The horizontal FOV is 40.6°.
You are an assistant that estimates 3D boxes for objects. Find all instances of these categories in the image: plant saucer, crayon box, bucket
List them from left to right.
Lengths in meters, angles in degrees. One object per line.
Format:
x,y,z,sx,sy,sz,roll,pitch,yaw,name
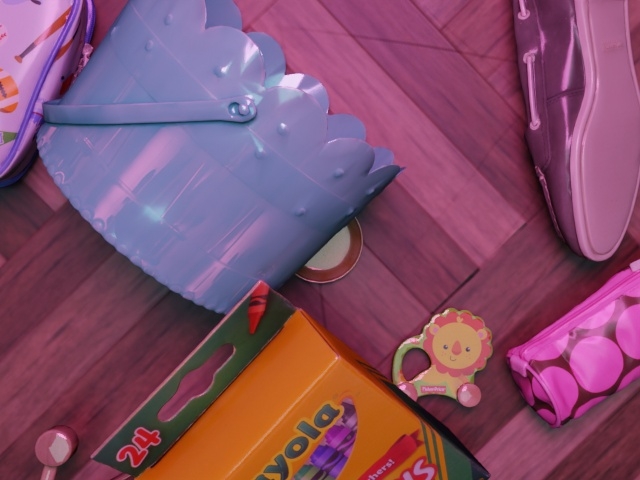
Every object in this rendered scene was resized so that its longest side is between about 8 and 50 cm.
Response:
-0.085,-0.083,0.724,0.281,0.281,0.183,43,99,-3,bucket
-0.010,0.197,0.744,0.202,0.081,0.318,-47,129,2,crayon box
0.000,0.000,0.854,0.083,0.015,0.084,0,92,-1,plant saucer

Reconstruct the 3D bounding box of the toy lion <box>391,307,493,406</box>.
0.120,0.115,0.857,0.100,0.034,0.096,0,86,-1,toy lion

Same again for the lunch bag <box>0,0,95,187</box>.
-0.360,-0.194,0.779,0.303,0.115,0.243,23,89,-7,lunch bag

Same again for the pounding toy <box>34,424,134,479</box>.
-0.195,0.258,0.821,0.181,0.094,0.206,-30,93,-1,pounding toy

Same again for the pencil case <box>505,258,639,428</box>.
0.278,0.086,0.829,0.209,0.095,0.098,-37,128,-2,pencil case

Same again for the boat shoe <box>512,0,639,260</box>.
0.239,-0.150,0.827,0.112,0.095,0.336,-8,98,-37,boat shoe
